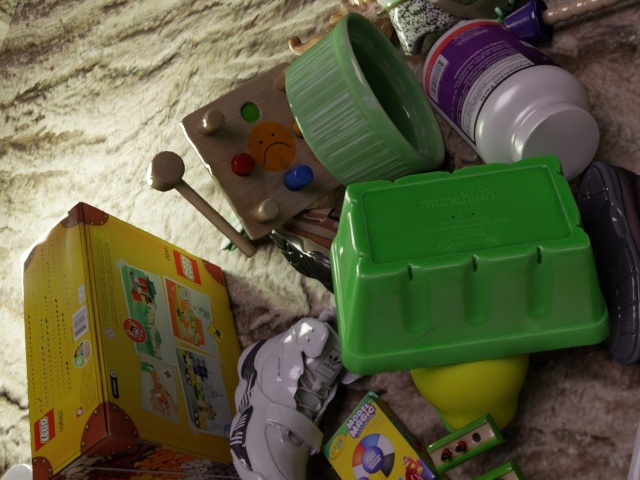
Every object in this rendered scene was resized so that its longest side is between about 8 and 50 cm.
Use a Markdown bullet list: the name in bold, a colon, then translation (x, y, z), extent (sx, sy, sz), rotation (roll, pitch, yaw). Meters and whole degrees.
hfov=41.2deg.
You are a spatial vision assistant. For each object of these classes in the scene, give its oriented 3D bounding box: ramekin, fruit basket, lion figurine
- **ramekin**: translation (0.074, -0.227, 1.477), extent (0.148, 0.303, 0.303), rotation (-30, 51, 24)
- **fruit basket**: translation (0.205, 0.093, 1.206), extent (0.392, 0.392, 0.283), rotation (-31, 43, 26)
- **lion figurine**: translation (0.051, -0.325, 1.699), extent (0.240, 0.142, 0.392), rotation (-3, 81, 33)

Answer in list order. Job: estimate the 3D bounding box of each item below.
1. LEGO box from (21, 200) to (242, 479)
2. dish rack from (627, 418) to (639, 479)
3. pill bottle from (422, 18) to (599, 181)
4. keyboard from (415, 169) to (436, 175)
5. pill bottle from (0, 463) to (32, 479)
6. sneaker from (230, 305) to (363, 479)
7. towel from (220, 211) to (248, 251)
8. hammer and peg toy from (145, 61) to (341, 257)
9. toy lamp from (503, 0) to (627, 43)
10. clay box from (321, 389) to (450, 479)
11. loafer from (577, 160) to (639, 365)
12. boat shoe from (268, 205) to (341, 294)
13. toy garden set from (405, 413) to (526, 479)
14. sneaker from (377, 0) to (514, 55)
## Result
- **LEGO box**: translation (-0.326, 0.223, 1.555), extent (0.193, 0.372, 0.500), rotation (-37, 48, 22)
- **dish rack**: translation (0.540, 0.249, 0.980), extent (0.333, 0.072, 0.285), rotation (5, 73, 43)
- **pill bottle**: translation (0.295, -0.214, 1.329), extent (0.181, 0.181, 0.323), rotation (-46, 35, 13)
- **keyboard**: translation (0.129, -0.100, 1.568), extent (0.180, 0.023, 0.108), rotation (1, 69, 43)
- **pill bottle**: translation (-0.454, 0.506, 1.586), extent (0.162, 0.278, 0.162), rotation (-20, 57, 34)
- **sneaker**: translation (-0.032, 0.261, 1.399), extent (0.210, 0.137, 0.366), rotation (-38, 30, 20)
- **towel**: translation (-0.141, -0.153, 1.741), extent (0.248, 0.038, 0.325), rotation (139, 142, -67)
- **hammer and peg toy**: translation (-0.128, -0.134, 1.534), extent (0.361, 0.266, 0.127), rotation (-36, 7, -26)
- **toy lamp**: translation (0.437, -0.386, 1.406), extent (0.274, 0.080, 0.080), rotation (-9, 63, 36)
- **clay box**: translation (0.091, 0.345, 1.345), extent (0.127, 0.053, 0.222), rotation (-53, 45, 8)
- **loafer**: translation (0.435, 0.025, 1.178), extent (0.109, 0.095, 0.302), rotation (118, 154, -60)
- **boat shoe**: translation (0.000, 0.000, 1.576), extent (0.120, 0.122, 0.324), rotation (-40, 36, -12)
- **toy garden set**: translation (0.201, 0.393, 1.160), extent (0.204, 0.049, 0.244), rotation (-37, 70, 31)
- **sneaker**: translation (0.305, -0.443, 1.540), extent (0.410, 0.158, 0.182), rotation (-11, 103, 24)
